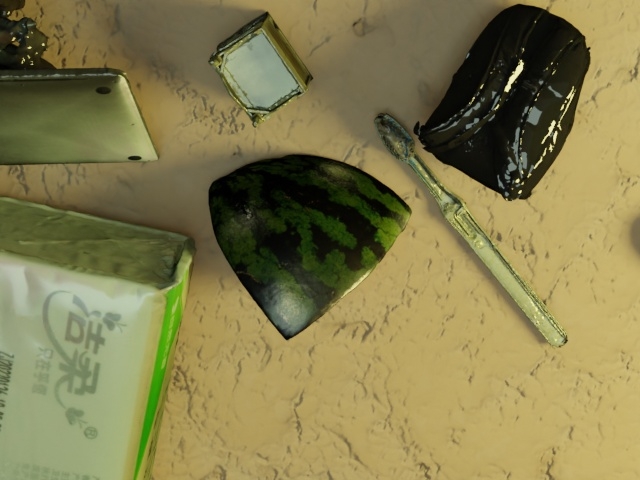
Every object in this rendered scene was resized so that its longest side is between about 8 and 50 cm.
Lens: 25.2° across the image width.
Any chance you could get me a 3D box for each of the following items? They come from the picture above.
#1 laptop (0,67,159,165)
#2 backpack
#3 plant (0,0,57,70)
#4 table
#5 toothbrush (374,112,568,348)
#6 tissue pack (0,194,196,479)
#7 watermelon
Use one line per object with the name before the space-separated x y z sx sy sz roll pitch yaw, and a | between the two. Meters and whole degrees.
laptop | -0.293 -0.107 1.297 0.269 0.188 0.015 -1 69 4
backpack | 0.175 -0.124 1.286 0.120 0.106 0.165 35 89 16
plant | -0.317 -0.223 1.275 0.142 0.131 0.203 -4 100 6
table | -0.055 -0.155 1.302 0.062 0.083 0.079 -33 102 12
toothbrush | 0.146 -0.006 1.364 0.026 0.028 0.294 -37 106 14
tissue pack | -0.313 0.166 1.350 0.331 0.205 0.405 12 106 0
watermelon | -0.002 -0.011 1.331 0.145 0.137 0.193 -35 59 14
